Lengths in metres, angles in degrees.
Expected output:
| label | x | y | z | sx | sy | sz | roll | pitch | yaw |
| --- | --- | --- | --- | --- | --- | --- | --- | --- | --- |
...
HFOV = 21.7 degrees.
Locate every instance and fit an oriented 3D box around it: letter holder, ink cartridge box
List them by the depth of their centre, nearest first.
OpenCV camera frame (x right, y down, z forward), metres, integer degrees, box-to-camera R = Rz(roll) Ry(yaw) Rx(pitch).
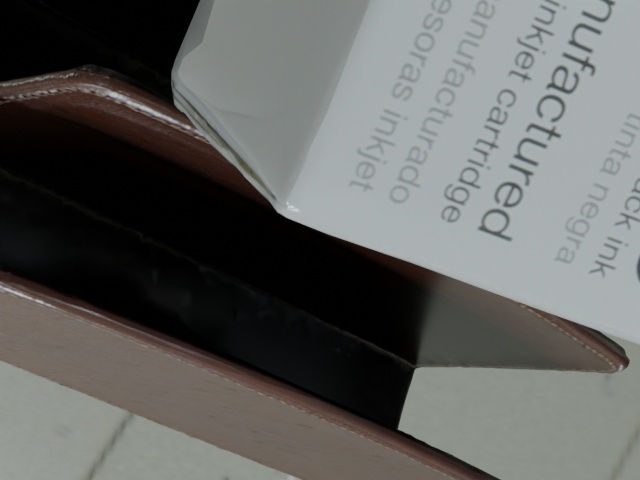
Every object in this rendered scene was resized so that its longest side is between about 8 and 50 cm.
| label | x | y | z | sx | sy | sz | roll | pitch | yaw |
| --- | --- | --- | --- | --- | --- | --- | --- | --- | --- |
| ink cartridge box | 0.149 | -0.074 | 0.452 | 0.307 | 0.129 | 0.223 | 19 | 101 | -22 |
| letter holder | 0.000 | 0.000 | 0.664 | 0.302 | 0.214 | 0.152 | 27 | 71 | -37 |
